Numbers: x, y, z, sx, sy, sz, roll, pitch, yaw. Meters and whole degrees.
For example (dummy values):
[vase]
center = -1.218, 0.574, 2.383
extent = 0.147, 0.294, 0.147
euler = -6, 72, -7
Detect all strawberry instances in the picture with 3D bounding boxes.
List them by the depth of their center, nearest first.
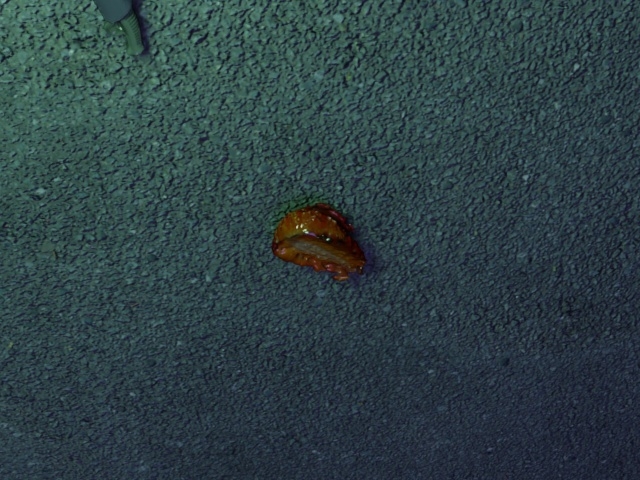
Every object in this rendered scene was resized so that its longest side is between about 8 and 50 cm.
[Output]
[strawberry]
center = 0.000, 0.000, 1.775
extent = 0.121, 0.082, 0.188
euler = -20, 147, 32

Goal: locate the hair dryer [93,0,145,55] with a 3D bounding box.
[hair dryer]
center = -0.354, -0.336, 1.348
extent = 0.301, 0.121, 0.361
euler = -26, 139, 21
